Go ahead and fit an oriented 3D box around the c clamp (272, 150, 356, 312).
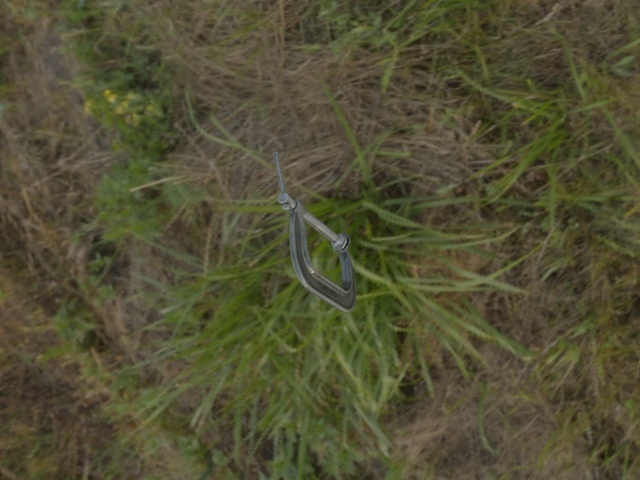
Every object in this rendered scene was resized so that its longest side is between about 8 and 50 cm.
[{"bbox_3d":[0.000,0.000,0.966,0.022,0.160,0.137,-18,56,22],"label":"c clamp"}]
